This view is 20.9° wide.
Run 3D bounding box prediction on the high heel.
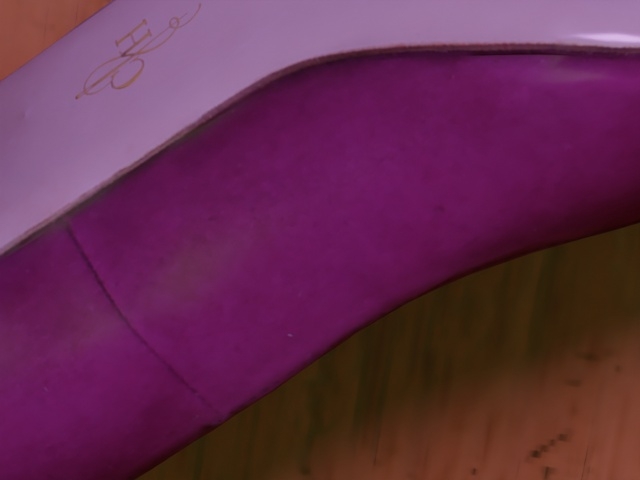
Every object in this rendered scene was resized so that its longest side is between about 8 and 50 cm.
[{"bbox_3d":[0.000,0.000,0.435,0.377,0.127,0.181,-7,128,0],"label":"high heel"}]
